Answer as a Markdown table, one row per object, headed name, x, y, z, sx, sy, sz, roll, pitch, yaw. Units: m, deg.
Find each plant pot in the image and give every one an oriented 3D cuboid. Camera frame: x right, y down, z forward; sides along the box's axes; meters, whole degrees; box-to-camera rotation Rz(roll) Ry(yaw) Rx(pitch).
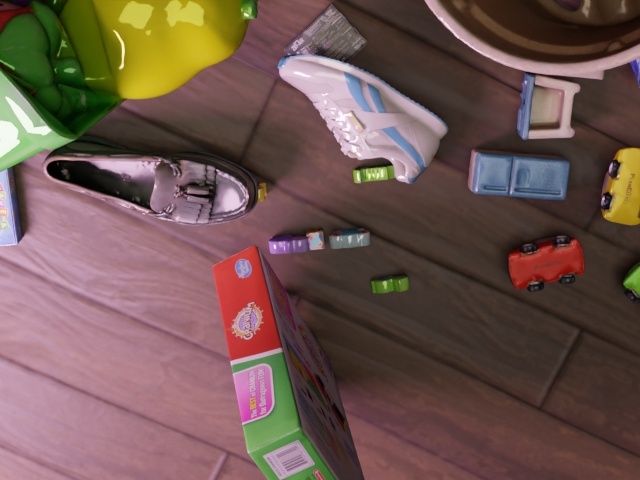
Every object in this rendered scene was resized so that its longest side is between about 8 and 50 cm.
| name | x | y | z | sx | sy | sz | roll | pitch | yaw |
| --- | --- | --- | --- | --- | --- | --- | --- | --- | --- |
| plant pot | 0.280 | -0.341 | 1.339 | 0.333 | 0.305 | 0.334 | 2 | 97 | 18 |

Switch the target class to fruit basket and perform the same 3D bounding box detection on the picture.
| name | x | y | z | sx | sy | sz | roll | pitch | yaw |
| --- | --- | --- | --- | --- | --- | --- | --- | --- | --- |
| fruit basket | -0.269 | -0.246 | 1.397 | 0.392 | 0.392 | 0.283 | -40 | 100 | 8 |

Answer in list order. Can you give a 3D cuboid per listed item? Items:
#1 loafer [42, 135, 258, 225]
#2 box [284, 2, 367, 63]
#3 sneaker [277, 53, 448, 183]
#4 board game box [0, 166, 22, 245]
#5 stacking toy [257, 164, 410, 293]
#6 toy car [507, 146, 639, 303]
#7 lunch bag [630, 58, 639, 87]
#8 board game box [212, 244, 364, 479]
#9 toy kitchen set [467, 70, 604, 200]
| name | x | y | z | sx | sy | sz | roll | pitch | yaw |
| --- | --- | --- | --- | --- | --- | --- | --- | --- | --- |
| loafer | -0.213 | -0.067 | 1.557 | 0.267 | 0.084 | 0.096 | 11 | 104 | 11 |
| box | 0.007 | -0.243 | 1.576 | 0.083 | 0.018 | 0.067 | -44 | 99 | 9 |
| sneaker | 0.045 | -0.153 | 1.542 | 0.228 | 0.087 | 0.092 | 28 | 86 | -15 |
| board game box | -0.496 | -0.067 | 1.604 | 0.211 | 0.039 | 0.160 | -4 | 103 | 1 |
| stacking toy | 0.000 | 0.000 | 1.614 | 0.221 | 0.052 | 0.167 | -8 | 103 | 1 |
| toy car | 0.385 | 0.024 | 1.620 | 0.225 | 0.053 | 0.239 | 44 | 100 | -9 |
| lunch bag | 0.435 | -0.269 | 1.533 | 0.128 | 0.096 | 0.151 | -13 | 93 | 2 |
| board game box | -0.029 | 0.192 | 1.485 | 0.064 | 0.316 | 0.242 | -25 | 128 | 6 |
| toy kitchen set | 0.258 | -0.145 | 1.523 | 0.122 | 0.166 | 0.207 | 4 | 103 | -2 |
